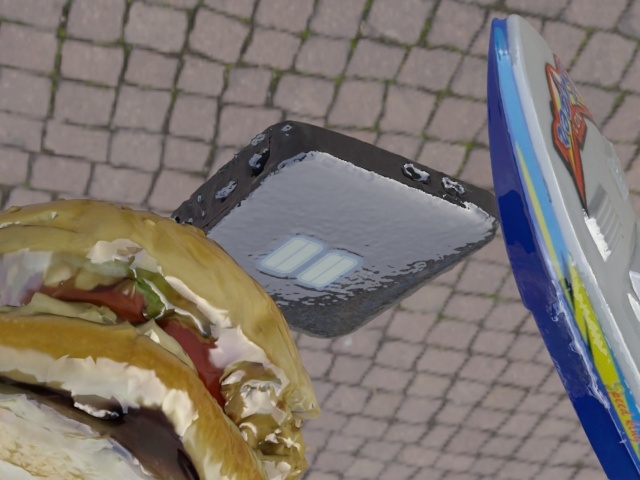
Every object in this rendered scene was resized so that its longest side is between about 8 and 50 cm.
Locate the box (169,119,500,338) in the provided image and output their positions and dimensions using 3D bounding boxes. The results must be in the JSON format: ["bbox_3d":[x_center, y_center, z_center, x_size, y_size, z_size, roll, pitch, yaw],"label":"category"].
[{"bbox_3d":[0.000,0.000,1.455,0.350,0.091,0.359,18,142,-33],"label":"box"}]

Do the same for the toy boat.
[{"bbox_3d":[0.160,0.000,0.675,0.088,0.129,0.295,-15,116,28],"label":"toy boat"}]

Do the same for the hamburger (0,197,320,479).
[{"bbox_3d":[-0.122,0.084,0.538,0.244,0.163,0.244,8,138,8],"label":"hamburger"}]
